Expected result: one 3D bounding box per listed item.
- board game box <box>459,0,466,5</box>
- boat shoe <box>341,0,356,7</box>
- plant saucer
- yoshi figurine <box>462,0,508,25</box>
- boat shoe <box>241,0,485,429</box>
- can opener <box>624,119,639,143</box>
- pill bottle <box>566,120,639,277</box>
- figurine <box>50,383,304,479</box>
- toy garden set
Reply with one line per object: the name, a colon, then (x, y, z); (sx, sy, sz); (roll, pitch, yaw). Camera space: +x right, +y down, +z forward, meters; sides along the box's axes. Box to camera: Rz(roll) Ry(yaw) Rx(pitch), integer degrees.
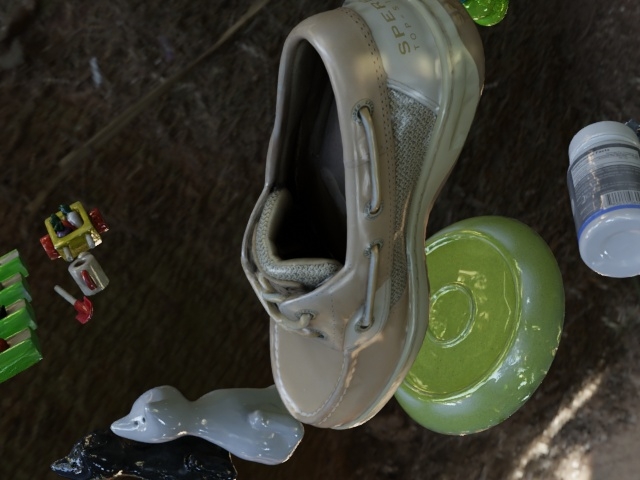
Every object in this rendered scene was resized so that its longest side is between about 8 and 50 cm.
board game box: (0.133, -0.327, 1.370); (0.126, 0.186, 0.026); (-39, 69, -1)
boat shoe: (0.063, -0.186, 1.118); (0.105, 0.306, 0.113); (13, 112, 1)
plant saucer: (0.144, 0.082, 1.130); (0.037, 0.241, 0.241); (22, 142, -40)
yoshi figurine: (0.168, -0.459, 1.564); (0.362, 0.204, 0.203); (48, 152, 32)
boat shoe: (0.000, 0.000, 0.673); (0.122, 0.110, 0.341); (41, 138, 34)
can opener: (0.561, -0.211, 1.682); (0.280, 0.074, 0.093); (-45, 78, 2)
pill bottle: (0.263, -0.040, 0.961); (0.078, 0.137, 0.078); (2, 134, 2)
figurine: (-0.160, 0.222, 1.193); (0.209, 0.092, 0.215); (11, 144, -39)
toy garden set: (-0.293, 0.047, 1.032); (0.204, 0.244, 0.049); (-30, 116, -7)
